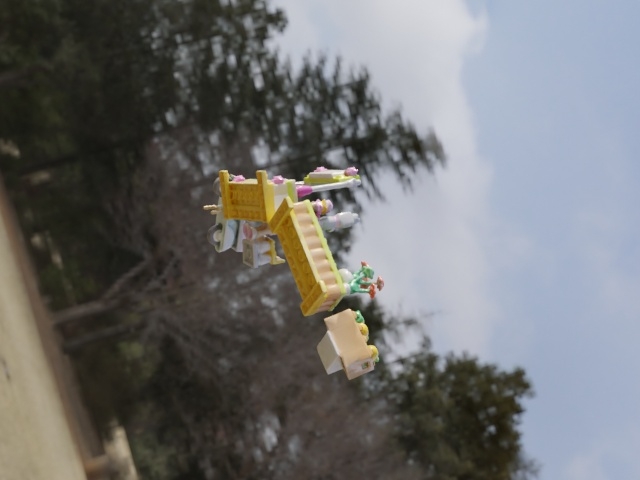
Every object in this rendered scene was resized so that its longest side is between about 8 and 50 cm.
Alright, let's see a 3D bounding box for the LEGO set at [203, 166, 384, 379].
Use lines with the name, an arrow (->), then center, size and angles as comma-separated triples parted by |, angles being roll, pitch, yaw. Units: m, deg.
LEGO set -> 0.000, 0.000, 1.050 | 0.287, 0.107, 0.132 | 41, -47, 49
